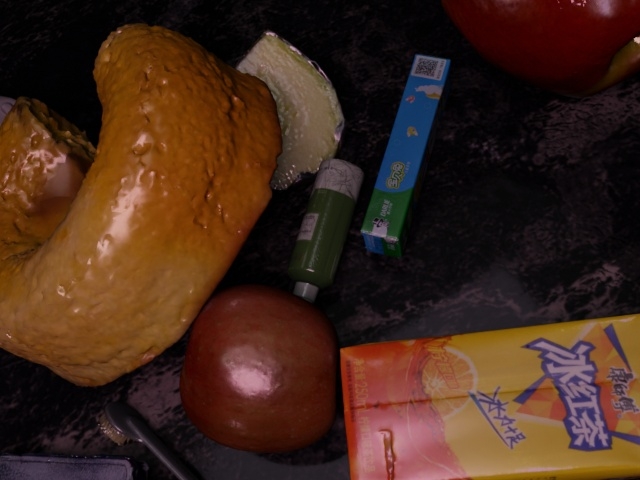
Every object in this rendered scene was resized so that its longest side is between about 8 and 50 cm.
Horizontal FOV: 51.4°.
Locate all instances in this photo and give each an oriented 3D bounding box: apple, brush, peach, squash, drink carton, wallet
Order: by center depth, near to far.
[{"bbox_3d":[0.204,0.175,0.690,0.351,0.111,0.155,-8,67,7],"label":"drink carton"},{"bbox_3d":[-0.064,0.137,0.726,0.168,0.181,0.181,2,67,4],"label":"apple"},{"bbox_3d":[-0.291,0.326,0.743,0.222,0.036,0.167,-8,69,25],"label":"wallet"},{"bbox_3d":[-0.154,0.275,0.756,0.266,0.062,0.027,36,93,19],"label":"brush"},{"bbox_3d":[0.288,-0.344,0.811,0.281,0.281,0.338,-27,65,0],"label":"peach"},{"bbox_3d":[-0.061,-0.158,0.915,0.184,0.085,0.192,40,85,-5],"label":"squash"}]

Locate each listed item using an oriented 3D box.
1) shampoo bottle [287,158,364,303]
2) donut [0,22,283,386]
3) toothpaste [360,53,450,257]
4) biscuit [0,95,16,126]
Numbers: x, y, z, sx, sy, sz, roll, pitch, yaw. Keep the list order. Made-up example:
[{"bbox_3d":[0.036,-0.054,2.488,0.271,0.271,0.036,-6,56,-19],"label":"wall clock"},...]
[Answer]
[{"bbox_3d":[0.000,0.000,0.834,0.065,0.065,0.205,11,70,16],"label":"shampoo bottle"},{"bbox_3d":[-0.262,-0.037,0.762,0.435,0.163,0.378,-18,58,31],"label":"donut"},{"bbox_3d":[0.114,-0.112,0.855,0.050,0.065,0.267,14,70,13],"label":"toothpaste"},{"bbox_3d":[-0.510,-0.137,1.005,0.181,0.049,0.208,-38,64,-5],"label":"biscuit"}]
